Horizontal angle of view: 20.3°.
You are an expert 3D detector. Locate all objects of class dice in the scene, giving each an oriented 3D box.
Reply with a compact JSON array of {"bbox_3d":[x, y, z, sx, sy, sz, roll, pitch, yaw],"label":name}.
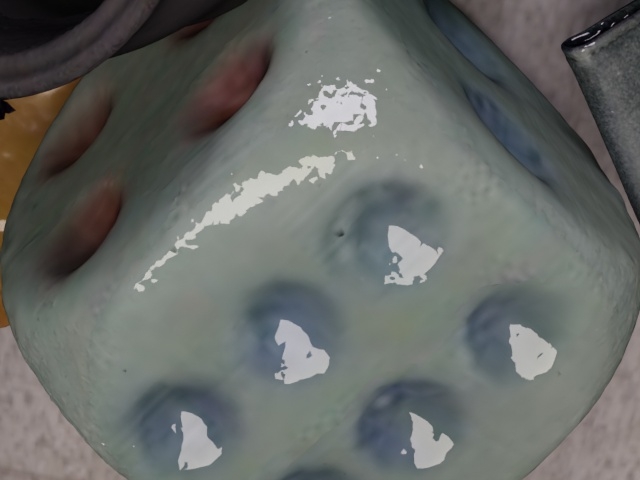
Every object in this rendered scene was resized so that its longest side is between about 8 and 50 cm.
[{"bbox_3d":[0.000,0.000,1.005,0.268,0.262,0.265,-43,119,16],"label":"dice"}]

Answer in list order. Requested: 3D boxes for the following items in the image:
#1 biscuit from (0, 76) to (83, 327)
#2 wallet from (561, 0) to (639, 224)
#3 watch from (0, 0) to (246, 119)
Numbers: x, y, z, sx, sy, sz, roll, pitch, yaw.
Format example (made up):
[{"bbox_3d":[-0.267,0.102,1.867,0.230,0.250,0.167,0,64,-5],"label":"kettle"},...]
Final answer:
[{"bbox_3d":[-0.263,-0.080,1.125,0.351,0.057,0.312,-31,111,19],"label":"biscuit"},{"bbox_3d":[0.259,-0.100,1.034,0.222,0.036,0.167,-32,115,-11],"label":"wallet"},{"bbox_3d":[-0.165,-0.229,0.873,0.335,0.314,0.327,-33,89,34],"label":"watch"}]
